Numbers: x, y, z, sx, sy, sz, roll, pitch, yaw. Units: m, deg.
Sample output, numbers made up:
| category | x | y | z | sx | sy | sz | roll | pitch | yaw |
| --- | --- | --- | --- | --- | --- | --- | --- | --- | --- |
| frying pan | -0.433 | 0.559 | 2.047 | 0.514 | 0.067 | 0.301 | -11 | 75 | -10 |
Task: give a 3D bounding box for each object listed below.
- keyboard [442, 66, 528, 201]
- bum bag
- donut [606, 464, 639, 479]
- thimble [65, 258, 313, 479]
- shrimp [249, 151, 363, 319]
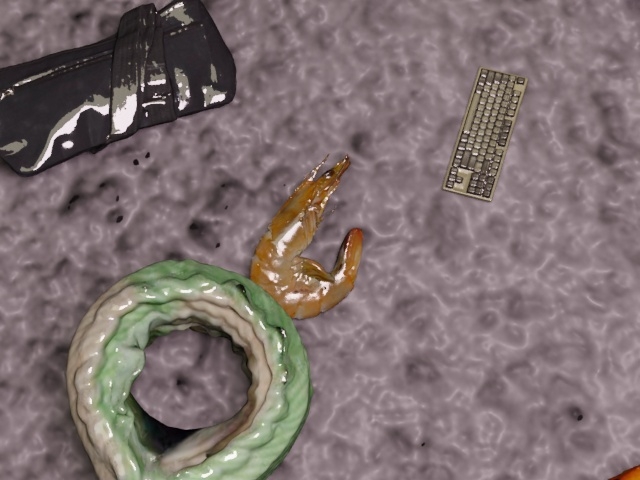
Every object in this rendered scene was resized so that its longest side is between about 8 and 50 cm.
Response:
| category | x | y | z | sx | sy | sz | roll | pitch | yaw |
| --- | --- | --- | --- | --- | --- | --- | --- | --- | --- |
| keyboard | 0.156 | -0.102 | 1.437 | 0.049 | 0.015 | 0.129 | 17 | 77 | 8 |
| bum bag | -0.205 | -0.145 | 1.447 | 0.248 | 0.060 | 0.123 | -22 | 76 | -5 |
| donut | 0.309 | 0.270 | 1.300 | 0.190 | 0.074 | 0.174 | -37 | 75 | -11 |
| thimble | -0.116 | 0.130 | 1.316 | 0.219 | 0.150 | 0.219 | 0 | 79 | 1 |
| shrimp | 0.000 | -0.001 | 1.401 | 0.095 | 0.045 | 0.162 | 31 | 85 | 10 |
